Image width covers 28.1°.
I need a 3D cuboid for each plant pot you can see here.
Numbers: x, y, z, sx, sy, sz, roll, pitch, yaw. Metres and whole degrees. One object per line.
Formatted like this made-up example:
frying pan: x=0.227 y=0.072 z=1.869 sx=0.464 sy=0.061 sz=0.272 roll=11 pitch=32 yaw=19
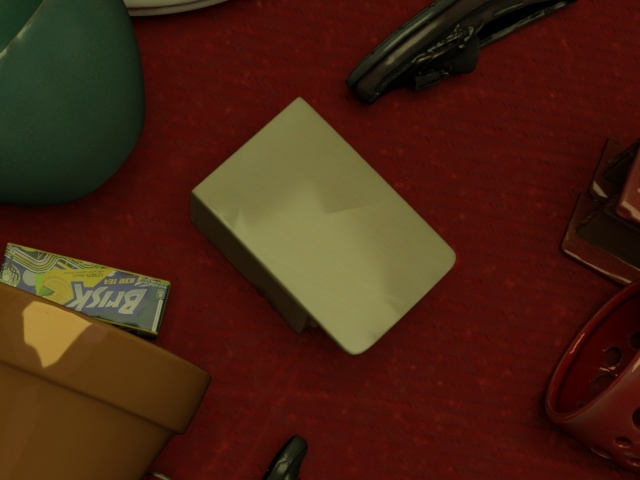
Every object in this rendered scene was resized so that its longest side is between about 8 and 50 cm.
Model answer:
plant pot: x=-0.286 y=-0.145 z=1.247 sx=0.290 sy=0.290 sz=0.195 roll=-53 pitch=126 yaw=-15
plant pot: x=-0.268 y=0.164 z=1.153 sx=0.291 sy=0.291 sz=0.203 roll=21 pitch=79 yaw=-4
plant pot: x=0.352 y=0.158 z=1.309 sx=0.174 sy=0.191 sz=0.191 roll=39 pitch=75 yaw=-8

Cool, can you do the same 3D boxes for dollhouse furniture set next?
dollhouse furniture set: x=0.462 y=0.012 z=1.346 sx=0.374 sy=0.201 sz=0.152 roll=29 pitch=75 yaw=-2

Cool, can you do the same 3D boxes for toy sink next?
toy sink: x=0.000 y=0.000 z=1.311 sx=0.234 sy=0.131 sz=0.153 roll=45 pitch=75 yaw=7

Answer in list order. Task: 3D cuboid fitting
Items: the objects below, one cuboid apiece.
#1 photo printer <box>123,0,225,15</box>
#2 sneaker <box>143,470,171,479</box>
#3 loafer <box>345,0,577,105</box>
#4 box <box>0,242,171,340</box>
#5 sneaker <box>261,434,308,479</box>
photo printer: x=-0.163 y=-0.399 z=1.380 sx=0.256 sy=0.107 sz=0.307 roll=-19 pitch=82 yaw=-12
sneaker: x=-0.227 y=0.340 z=1.209 sx=0.107 sy=0.118 sz=0.279 roll=29 pitch=75 yaw=-1
loafer: x=0.165 y=-0.232 z=1.402 sx=0.302 sy=0.109 sz=0.095 roll=-39 pitch=91 yaw=-17
box: x=-0.241 y=0.053 z=1.300 sx=0.169 sy=0.054 sz=0.059 roll=14 pitch=77 yaw=-7
sneaker: x=-0.036 y=0.289 z=1.288 sx=0.089 sy=0.051 sz=0.170 roll=32 pitch=80 yaw=-1
